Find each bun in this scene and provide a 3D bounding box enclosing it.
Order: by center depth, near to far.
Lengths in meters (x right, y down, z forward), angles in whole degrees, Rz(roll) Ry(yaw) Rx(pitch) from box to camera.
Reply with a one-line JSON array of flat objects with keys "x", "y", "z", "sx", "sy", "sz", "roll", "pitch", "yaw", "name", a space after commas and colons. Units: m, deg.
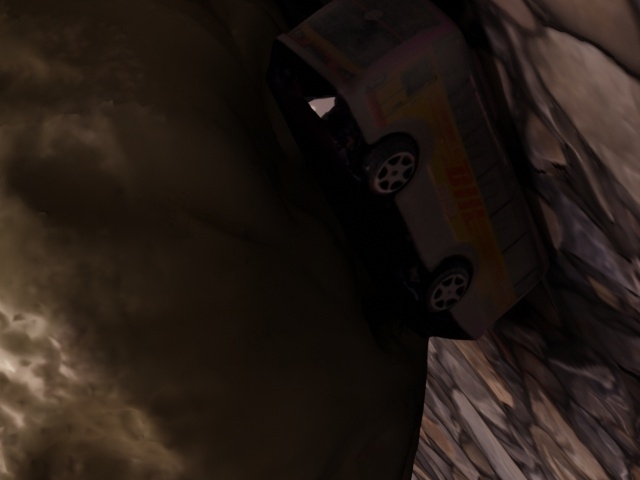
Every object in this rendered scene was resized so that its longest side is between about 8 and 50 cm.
[{"x": -0.059, "y": 0.036, "z": 0.695, "sx": 0.211, "sy": 0.359, "sz": 0.359, "roll": -2, "pitch": 144, "yaw": 19, "name": "bun"}]

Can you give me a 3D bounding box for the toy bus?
[{"x": 0.041, "y": -0.028, "z": 0.590, "sx": 0.057, "sy": 0.072, "sz": 0.172, "roll": 44, "pitch": 169, "yaw": 41, "name": "toy bus"}]
